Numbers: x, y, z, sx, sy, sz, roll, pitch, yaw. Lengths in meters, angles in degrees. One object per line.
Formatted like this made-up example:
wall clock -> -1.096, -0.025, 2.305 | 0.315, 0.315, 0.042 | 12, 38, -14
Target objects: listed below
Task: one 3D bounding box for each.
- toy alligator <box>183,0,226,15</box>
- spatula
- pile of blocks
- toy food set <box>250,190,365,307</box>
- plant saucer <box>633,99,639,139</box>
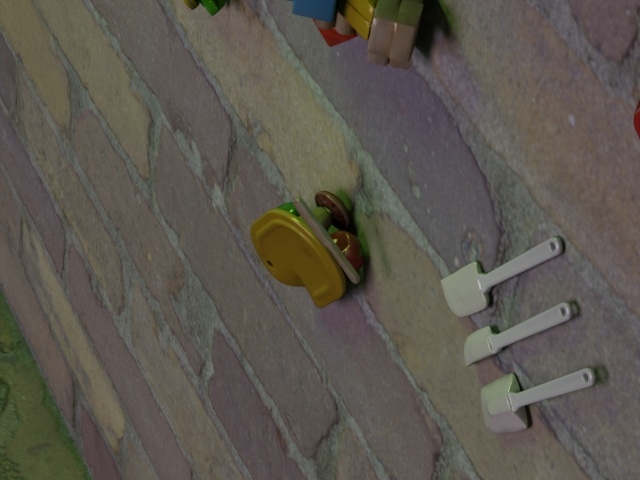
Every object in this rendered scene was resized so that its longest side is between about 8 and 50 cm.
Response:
toy alligator -> -0.156, -0.335, 2.053 | 0.051, 0.056, 0.190 | 37, -161, -56
spatula -> 0.188, 0.091, 1.577 | 0.242, 0.019, 0.168 | 147, 112, -65
pile of blocks -> -0.022, -0.268, 1.662 | 0.362, 0.149, 0.113 | 55, 149, 38
toy food set -> 0.000, 0.000, 1.891 | 0.128, 0.071, 0.218 | 51, 158, -4
plant saucer -> 0.319, -0.043, 1.160 | 0.259, 0.047, 0.258 | 68, 156, 15
